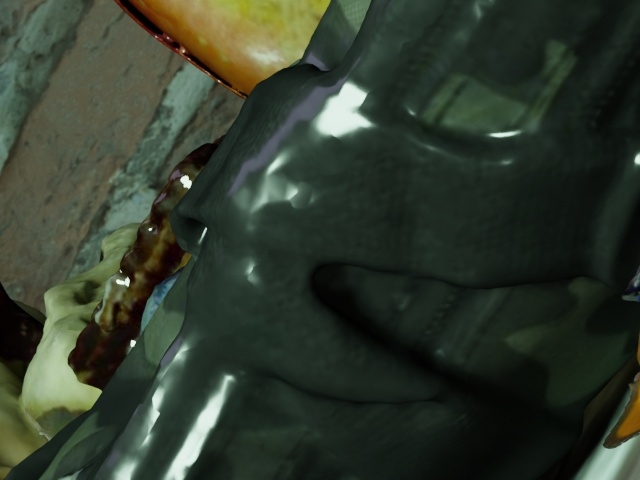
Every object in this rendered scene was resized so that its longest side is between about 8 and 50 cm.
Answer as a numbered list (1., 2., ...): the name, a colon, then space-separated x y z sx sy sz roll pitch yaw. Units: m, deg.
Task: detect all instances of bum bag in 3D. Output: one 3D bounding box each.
1. bum bag: 0.030 -0.010 0.403 0.144 0.095 0.340 3 -52 -45

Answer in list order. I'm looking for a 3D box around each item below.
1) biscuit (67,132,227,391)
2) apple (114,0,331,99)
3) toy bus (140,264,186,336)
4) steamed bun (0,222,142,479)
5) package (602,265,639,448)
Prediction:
1. biscuit: -0.001 -0.007 0.829 0.106 0.070 0.252 -58 -11 29
2. apple: 0.017 -0.176 0.689 0.251 0.272 0.206 -18 25 36
3. toy bus: -0.035 0.098 0.551 0.268 0.106 0.092 -61 0 -34
4. steamed bun: -0.102 0.091 0.943 0.428 0.247 0.189 -113 36 -69
5. package: 0.078 -0.018 0.309 0.111 0.033 0.077 -56 -4 29
